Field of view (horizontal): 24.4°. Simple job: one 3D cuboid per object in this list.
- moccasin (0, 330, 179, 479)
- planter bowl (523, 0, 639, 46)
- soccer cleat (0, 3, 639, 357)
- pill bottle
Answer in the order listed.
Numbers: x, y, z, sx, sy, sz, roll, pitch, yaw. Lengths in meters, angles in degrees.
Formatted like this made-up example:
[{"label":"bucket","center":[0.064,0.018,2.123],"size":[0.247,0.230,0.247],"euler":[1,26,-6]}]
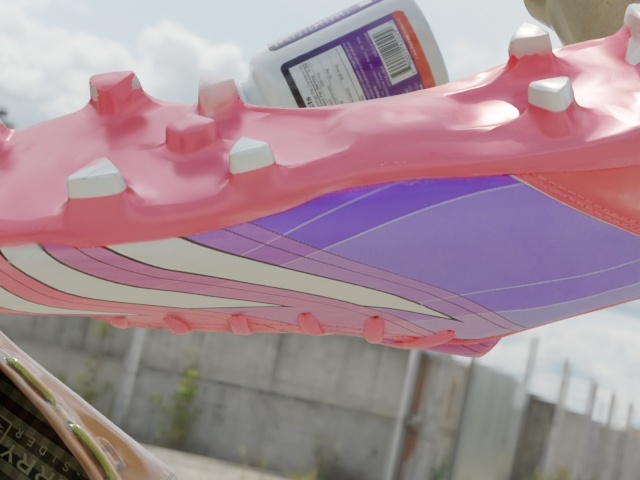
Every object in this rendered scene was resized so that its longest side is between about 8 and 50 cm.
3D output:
[{"label":"moccasin","center":[-0.275,0.116,1.025],"size":[0.380,0.139,0.147],"euler":[36,-3,20]},{"label":"planter bowl","center":[0.145,-0.111,0.558],"size":[0.109,0.162,0.162],"euler":[27,0,24]},{"label":"soccer cleat","center":[0.000,0.000,0.416],"size":[0.248,0.095,0.083],"euler":[-10,29,3]},{"label":"pill bottle","center":[0.005,-0.133,1.278],"size":[0.193,0.108,0.108],"euler":[-25,-7,-1]}]
